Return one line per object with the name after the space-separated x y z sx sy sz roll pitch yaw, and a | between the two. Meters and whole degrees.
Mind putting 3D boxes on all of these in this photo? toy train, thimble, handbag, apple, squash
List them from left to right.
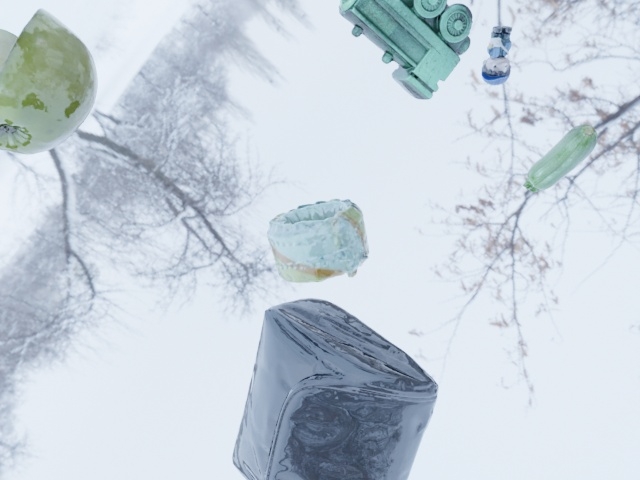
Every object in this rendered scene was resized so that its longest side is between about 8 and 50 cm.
-0.600 -0.311 1.186 0.294 0.233 0.258 -10 -114 28 | apple
0.000 0.000 1.489 0.254 0.168 0.288 -21 -163 -24 | thimble
0.002 0.270 0.816 0.275 0.177 0.302 32 -67 43 | handbag
0.093 -0.247 0.641 0.111 0.170 0.071 -52 -152 11 | toy train
0.537 -0.180 1.282 0.077 0.068 0.219 -24 162 -33 | squash

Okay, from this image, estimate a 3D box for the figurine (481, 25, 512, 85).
0.458 -0.478 1.491 0.087 0.086 0.149 -111 -164 -62 | figurine
